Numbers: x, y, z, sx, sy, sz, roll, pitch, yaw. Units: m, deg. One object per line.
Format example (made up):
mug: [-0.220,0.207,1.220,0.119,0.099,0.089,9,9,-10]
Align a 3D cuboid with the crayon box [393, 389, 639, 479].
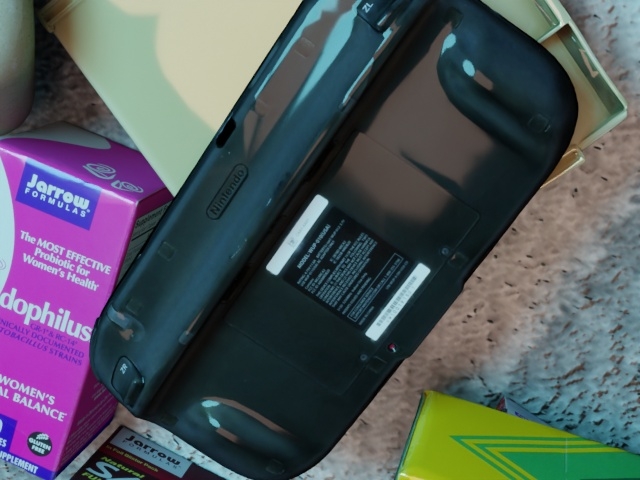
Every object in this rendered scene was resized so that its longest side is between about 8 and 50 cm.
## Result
crayon box: [0.167,0.313,0.681,0.313,0.106,0.363,16,118,5]

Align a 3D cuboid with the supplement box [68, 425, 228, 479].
supplement box: [-0.139,0.230,0.679,0.130,0.239,0.073,26,106,3]

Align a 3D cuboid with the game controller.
game controller: [0.000,0.000,0.569,0.166,0.067,0.319,31,109,-14]

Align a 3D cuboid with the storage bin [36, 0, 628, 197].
storage bin: [0.010,-0.112,0.626,0.260,0.123,0.262,-34,95,16]

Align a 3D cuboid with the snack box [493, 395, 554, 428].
snack box: [0.164,0.193,0.717,0.141,0.037,0.100,33,107,0]

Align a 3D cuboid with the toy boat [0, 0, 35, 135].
toy boat: [-0.256,-0.144,0.608,0.151,0.231,0.151,-3,82,-17]

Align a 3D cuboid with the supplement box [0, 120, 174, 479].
supplement box: [-0.189,0.039,0.709,0.111,0.114,0.220,22,105,6]
